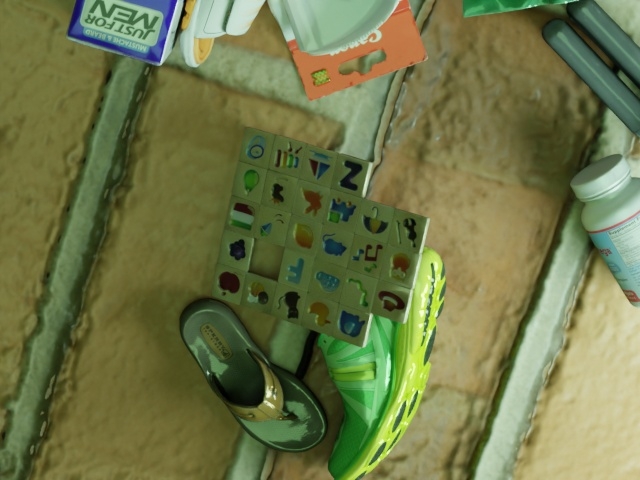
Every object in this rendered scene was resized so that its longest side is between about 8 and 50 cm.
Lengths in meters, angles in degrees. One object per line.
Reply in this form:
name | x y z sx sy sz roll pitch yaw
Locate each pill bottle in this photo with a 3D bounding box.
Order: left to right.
pill bottle | 0.343 -0.012 1.763 0.087 0.087 0.160 -32 102 6

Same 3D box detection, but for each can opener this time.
can opener | 0.360 -0.146 1.728 0.283 0.095 0.076 44 98 -10

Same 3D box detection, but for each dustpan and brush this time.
dustpan and brush | 0.058 -0.285 1.663 0.211 0.060 0.147 -19 110 4

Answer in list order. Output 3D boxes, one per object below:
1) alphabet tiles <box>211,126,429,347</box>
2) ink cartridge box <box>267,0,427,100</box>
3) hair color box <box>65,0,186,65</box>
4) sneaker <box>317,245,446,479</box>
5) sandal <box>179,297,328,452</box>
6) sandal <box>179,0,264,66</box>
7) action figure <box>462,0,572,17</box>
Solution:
alphabet tiles | 0.000 0.000 1.739 0.237 0.009 0.198 18 103 24
ink cartridge box | 0.022 -0.254 1.721 0.145 0.045 0.179 -19 100 4
hair color box | -0.158 -0.360 1.619 0.110 0.185 0.338 15 102 -4
sneaker | 0.056 0.133 1.796 0.123 0.109 0.295 20 107 21
sandal | -0.078 0.159 1.804 0.090 0.060 0.219 -35 104 7
sandal | -0.083 -0.284 1.640 0.076 0.102 0.265 19 126 2
action figure | 0.202 -0.362 1.690 0.137 0.063 0.232 -9 104 2
